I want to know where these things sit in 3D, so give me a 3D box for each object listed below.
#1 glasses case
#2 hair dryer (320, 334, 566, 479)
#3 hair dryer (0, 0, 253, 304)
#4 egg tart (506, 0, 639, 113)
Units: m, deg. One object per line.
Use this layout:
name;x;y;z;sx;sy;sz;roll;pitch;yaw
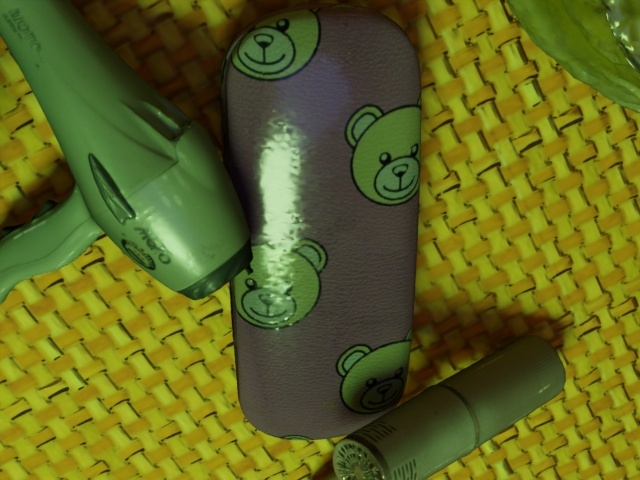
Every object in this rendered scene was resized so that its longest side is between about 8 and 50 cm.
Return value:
glasses case;0.000;0.000;0.774;0.123;0.076;0.316;-6;121;-9
hair dryer;0.060;0.166;0.885;0.195;0.054;0.220;-22;161;-38
hair dryer;-0.166;-0.058;0.712;0.224;0.088;0.219;-7;110;24
egg tart;0.233;-0.179;0.660;0.290;0.115;0.290;4;124;6
